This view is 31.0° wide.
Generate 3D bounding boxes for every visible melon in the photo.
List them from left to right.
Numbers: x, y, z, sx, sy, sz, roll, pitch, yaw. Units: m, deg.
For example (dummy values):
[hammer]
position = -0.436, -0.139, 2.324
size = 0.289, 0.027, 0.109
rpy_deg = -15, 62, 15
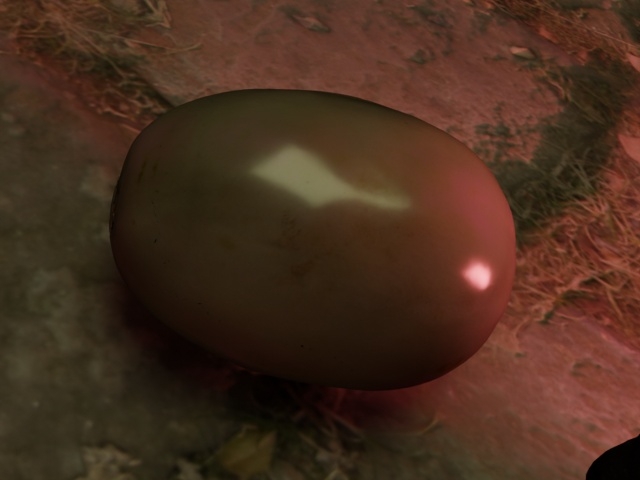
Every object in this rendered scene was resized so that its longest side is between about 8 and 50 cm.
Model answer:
[melon]
position = 0.000, 0.000, 0.879
size = 0.317, 0.223, 0.223
rpy_deg = 11, 43, -14

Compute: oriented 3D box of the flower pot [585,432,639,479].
[flower pot]
position = 0.322, 0.258, 0.745
size = 0.267, 0.266, 0.267
rpy_deg = 6, 55, -19
